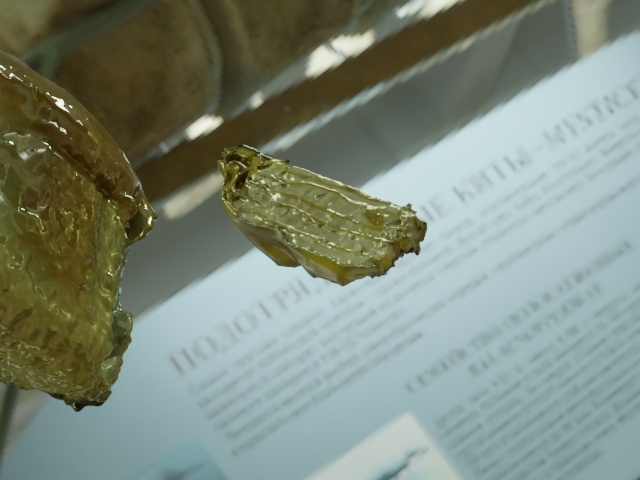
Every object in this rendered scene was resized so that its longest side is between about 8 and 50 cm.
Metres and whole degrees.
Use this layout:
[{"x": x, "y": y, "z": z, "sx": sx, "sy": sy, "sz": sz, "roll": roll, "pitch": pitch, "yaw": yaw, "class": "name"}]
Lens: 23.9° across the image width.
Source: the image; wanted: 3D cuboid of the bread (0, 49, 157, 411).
[{"x": -0.200, "y": -0.029, "z": 0.699, "sx": 0.251, "sy": 0.174, "sz": 0.133, "roll": 12, "pitch": -33, "yaw": -7, "class": "bread"}]

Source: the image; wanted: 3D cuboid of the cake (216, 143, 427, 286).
[{"x": -0.002, "y": 0.003, "z": 1.111, "sx": 0.080, "sy": 0.185, "sz": 0.116, "roll": -56, "pitch": -29, "yaw": -25, "class": "cake"}]
